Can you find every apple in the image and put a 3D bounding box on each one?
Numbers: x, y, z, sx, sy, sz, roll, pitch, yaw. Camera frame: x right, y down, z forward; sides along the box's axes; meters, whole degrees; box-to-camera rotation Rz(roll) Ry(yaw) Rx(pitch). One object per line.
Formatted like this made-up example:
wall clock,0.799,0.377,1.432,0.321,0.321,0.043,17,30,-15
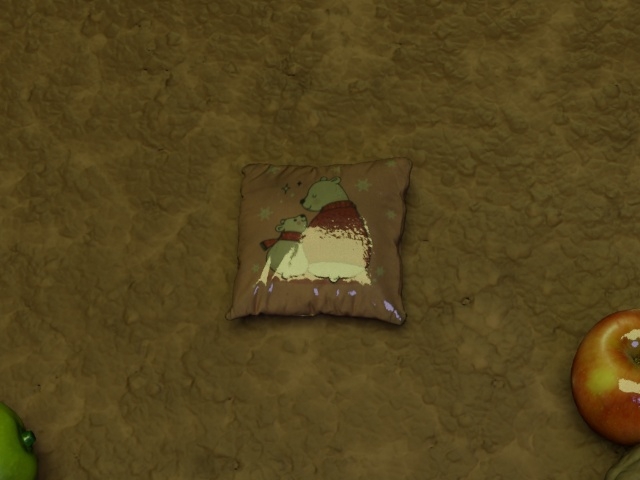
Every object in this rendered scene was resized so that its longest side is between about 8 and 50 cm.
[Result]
apple,0.377,0.166,1.699,0.163,0.139,0.163,-5,55,8

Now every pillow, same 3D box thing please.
pillow,0.000,0.000,1.818,0.236,0.084,0.223,-2,72,7

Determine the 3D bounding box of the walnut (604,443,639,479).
walnut,0.433,0.300,1.627,0.230,0.178,0.178,-15,69,-10

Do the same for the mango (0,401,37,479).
mango,-0.491,0.326,1.705,0.192,0.156,0.343,41,80,20
